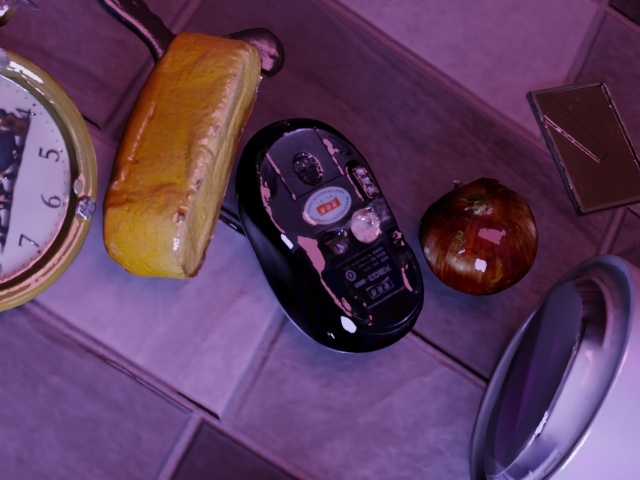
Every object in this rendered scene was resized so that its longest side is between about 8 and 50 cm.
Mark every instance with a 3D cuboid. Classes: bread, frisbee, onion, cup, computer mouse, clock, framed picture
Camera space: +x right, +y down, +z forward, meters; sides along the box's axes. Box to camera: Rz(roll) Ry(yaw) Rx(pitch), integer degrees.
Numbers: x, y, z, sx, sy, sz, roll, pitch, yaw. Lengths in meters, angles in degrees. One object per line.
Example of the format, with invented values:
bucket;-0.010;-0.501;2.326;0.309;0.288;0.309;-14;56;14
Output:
bread;-0.125;-0.079;1.502;0.094;0.102;0.245;8;64;18
frisbee;-0.152;-0.188;1.609;0.187;0.012;0.211;44;56;-1
onion;0.157;-0.001;1.608;0.117;0.118;0.119;-27;79;-11
cup;0.337;0.198;1.520;0.371;0.253;0.253;29;56;-15
computer mouse;0.000;0.000;1.541;0.137;0.096;0.233;-25;85;-30
clock;-0.306;-0.053;1.416;0.237;0.057;0.237;0;90;-30
framed picture;0.294;-0.103;1.788;0.109;0.011;0.149;-11;71;-31

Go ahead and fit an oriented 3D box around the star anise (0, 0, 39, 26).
star anise;-0.344;-0.277;1.488;0.227;0.148;0.218;66;15;2
